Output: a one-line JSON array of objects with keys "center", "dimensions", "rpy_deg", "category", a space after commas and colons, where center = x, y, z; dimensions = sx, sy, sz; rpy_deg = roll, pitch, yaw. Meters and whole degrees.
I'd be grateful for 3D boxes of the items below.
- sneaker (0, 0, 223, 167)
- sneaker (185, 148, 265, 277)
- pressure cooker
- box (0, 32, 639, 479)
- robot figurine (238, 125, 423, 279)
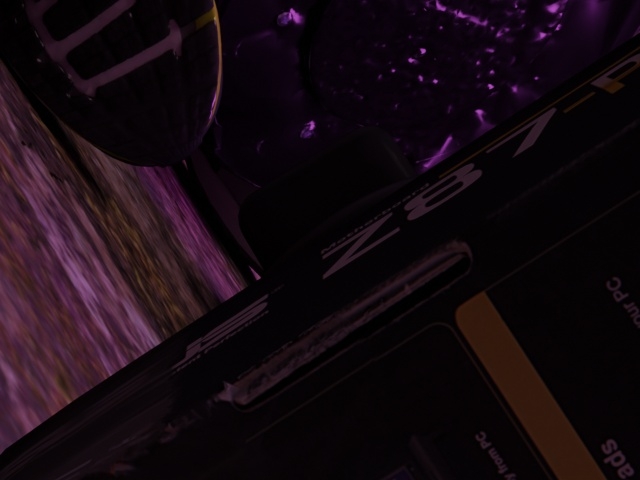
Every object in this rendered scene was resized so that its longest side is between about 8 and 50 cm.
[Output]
[{"center": [-0.136, -0.164, 0.839], "dimensions": [0.300, 0.111, 0.121], "rpy_deg": [60, -1, 14], "category": "sneaker"}, {"center": [0.000, 0.000, 1.187], "dimensions": [0.271, 0.108, 0.100], "rpy_deg": [48, 0, 20], "category": "sneaker"}, {"center": [0.003, -0.288, 1.131], "dimensions": [0.420, 0.369, 0.375], "rpy_deg": [62, 2, 34], "category": "pressure cooker"}, {"center": [0.160, 0.133, 0.373], "dimensions": [0.395, 0.318, 0.097], "rpy_deg": [55, 4, -9], "category": "box"}, {"center": [0.062, 0.077, 0.888], "dimensions": [0.209, 0.173, 0.278], "rpy_deg": [-6, 57, -47], "category": "robot figurine"}]
